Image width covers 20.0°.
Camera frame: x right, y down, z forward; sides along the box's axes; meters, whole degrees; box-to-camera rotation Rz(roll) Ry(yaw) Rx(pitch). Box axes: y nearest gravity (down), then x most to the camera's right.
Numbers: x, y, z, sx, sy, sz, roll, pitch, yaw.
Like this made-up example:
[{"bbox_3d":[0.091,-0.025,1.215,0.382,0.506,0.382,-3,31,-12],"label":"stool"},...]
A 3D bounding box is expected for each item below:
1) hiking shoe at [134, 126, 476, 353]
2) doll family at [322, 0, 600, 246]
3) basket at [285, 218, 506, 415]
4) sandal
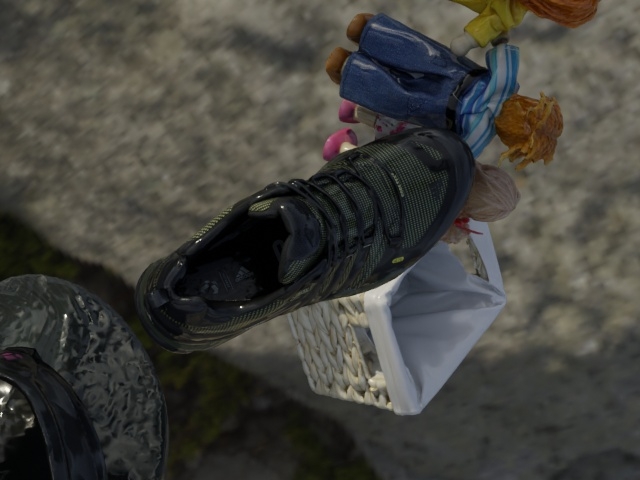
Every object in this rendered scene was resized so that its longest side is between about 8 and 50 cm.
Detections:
[{"bbox_3d":[0.000,0.000,1.069,0.227,0.114,0.086,-30,89,-10],"label":"hiking shoe"},{"bbox_3d":[0.094,-0.122,1.156,0.118,0.163,0.263,10,104,-62],"label":"doll family"},{"bbox_3d":[0.059,0.045,1.434,0.167,0.103,0.113,-45,127,-44],"label":"basket"},{"bbox_3d":[-0.188,0.179,1.020,0.168,0.107,0.445,8,48,3],"label":"sandal"}]
